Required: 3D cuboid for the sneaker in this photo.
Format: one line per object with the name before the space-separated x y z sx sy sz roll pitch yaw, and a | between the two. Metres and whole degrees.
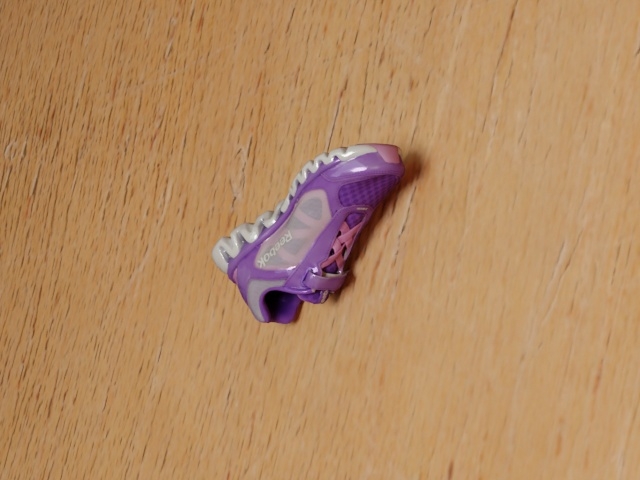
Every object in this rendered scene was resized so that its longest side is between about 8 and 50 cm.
sneaker | 0.000 0.000 1.304 0.236 0.095 0.105 -40 58 35
